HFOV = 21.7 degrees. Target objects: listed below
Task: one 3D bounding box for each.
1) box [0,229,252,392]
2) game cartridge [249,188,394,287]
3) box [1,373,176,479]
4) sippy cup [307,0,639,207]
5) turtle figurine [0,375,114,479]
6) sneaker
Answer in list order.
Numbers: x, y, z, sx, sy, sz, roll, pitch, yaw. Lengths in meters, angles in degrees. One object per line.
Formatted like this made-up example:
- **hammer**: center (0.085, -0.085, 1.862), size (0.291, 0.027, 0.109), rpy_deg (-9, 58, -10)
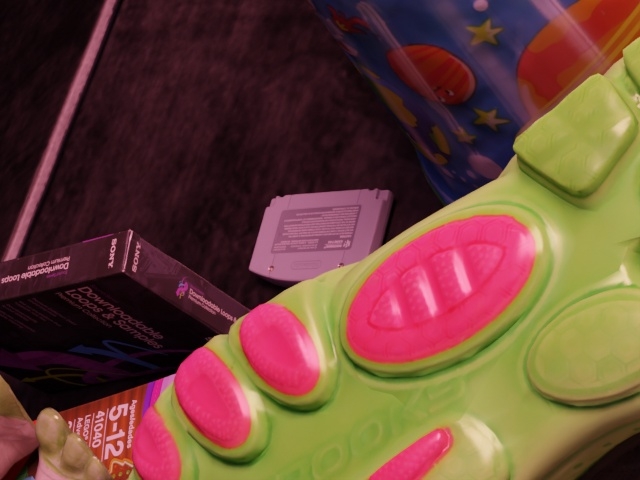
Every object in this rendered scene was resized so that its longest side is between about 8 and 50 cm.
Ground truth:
- **box**: center (-0.130, 0.043, 0.923), size (0.162, 0.116, 0.029), rpy_deg (-14, 57, 33)
- **game cartridge**: center (0.000, 0.000, 0.916), size (0.083, 0.017, 0.056), rpy_deg (-3, 59, 38)
- **box**: center (-0.103, 0.217, 0.831), size (0.201, 0.057, 0.293), rpy_deg (-20, 53, 29)
- **sippy cup**: center (0.097, -0.135, 0.774), size (0.305, 0.224, 0.240), rpy_deg (3, 65, 41)
- **turtle figurine**: center (-0.245, 0.152, 0.781), size (0.266, 0.275, 0.198), rpy_deg (-42, 7, -20)
- **sneaker**: center (0.146, 0.040, 0.630), size (0.482, 0.202, 0.185), rpy_deg (-25, 64, 27)
